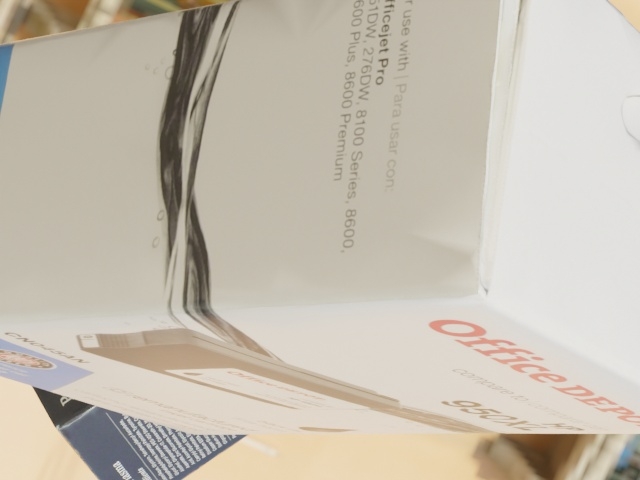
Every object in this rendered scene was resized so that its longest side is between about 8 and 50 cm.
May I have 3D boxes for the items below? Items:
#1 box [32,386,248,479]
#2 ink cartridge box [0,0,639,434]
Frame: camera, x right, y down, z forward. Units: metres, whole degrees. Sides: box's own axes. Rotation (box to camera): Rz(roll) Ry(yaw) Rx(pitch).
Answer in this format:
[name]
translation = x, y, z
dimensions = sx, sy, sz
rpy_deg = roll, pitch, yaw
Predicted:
[box]
translation = -0.158, 0.030, 1.670
dimensions = 0.312, 0.179, 0.343
rpy_deg = -35, -130, -6
[ink cartridge box]
translation = 0.000, 0.000, 0.910
dimensions = 0.395, 0.285, 0.166
rpy_deg = -5, -110, 37
